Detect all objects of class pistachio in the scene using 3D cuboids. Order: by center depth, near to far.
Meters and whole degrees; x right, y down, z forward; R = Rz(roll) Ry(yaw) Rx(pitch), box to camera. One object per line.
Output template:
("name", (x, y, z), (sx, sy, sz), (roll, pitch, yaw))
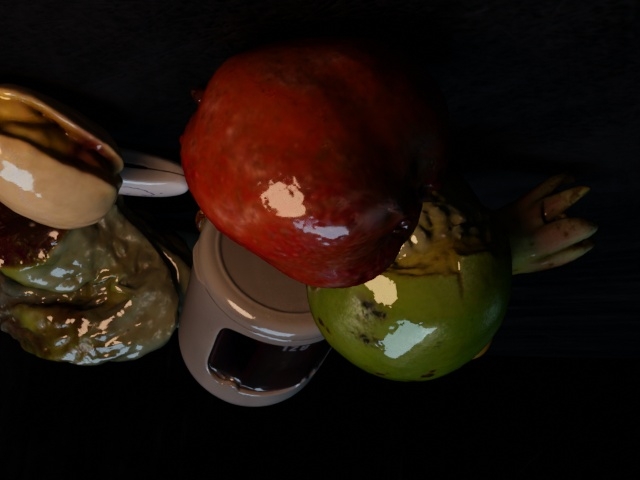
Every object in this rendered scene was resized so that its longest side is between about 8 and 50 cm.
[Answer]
("pistachio", (-0.274, -0.078, 0.953), (0.145, 0.117, 0.200), (7, 171, 25))

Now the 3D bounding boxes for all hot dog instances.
("hot dog", (-0.150, -0.025, 1.437), (0.058, 0.035, 0.083), (7, 171, 16))

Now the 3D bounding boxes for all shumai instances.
("shumai", (-0.336, -0.008, 1.355), (0.309, 0.304, 0.263), (-5, 134, 6))

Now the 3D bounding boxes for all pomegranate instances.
("pomegranate", (0.128, 0.014, 0.994), (0.302, 0.236, 0.236), (-13, 175, -12))

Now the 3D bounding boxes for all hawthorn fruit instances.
("hawthorn fruit", (-0.011, -0.068, 0.714), (0.202, 0.185, 0.185), (26, 178, 20))

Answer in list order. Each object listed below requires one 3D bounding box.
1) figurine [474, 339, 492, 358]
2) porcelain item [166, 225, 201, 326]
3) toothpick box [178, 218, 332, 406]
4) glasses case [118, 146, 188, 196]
("figurine", (0.198, 0.149, 1.831), (0.228, 0.215, 0.215), (-4, 178, -35))
("porcelain item", (-0.228, 0.068, 1.680), (0.281, 0.157, 0.286), (9, 169, -28))
("toothpick box", (-0.077, 0.080, 1.274), (0.229, 0.229, 0.316), (8, 148, -12))
("glasses case", (-0.246, -0.082, 1.113), (0.197, 0.049, 0.076), (9, 170, -14))
